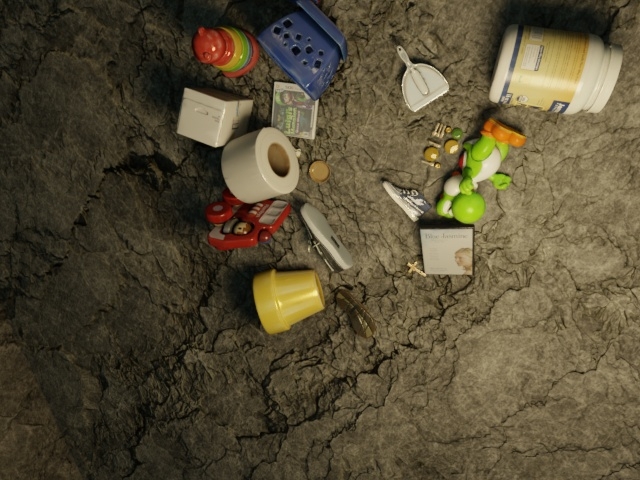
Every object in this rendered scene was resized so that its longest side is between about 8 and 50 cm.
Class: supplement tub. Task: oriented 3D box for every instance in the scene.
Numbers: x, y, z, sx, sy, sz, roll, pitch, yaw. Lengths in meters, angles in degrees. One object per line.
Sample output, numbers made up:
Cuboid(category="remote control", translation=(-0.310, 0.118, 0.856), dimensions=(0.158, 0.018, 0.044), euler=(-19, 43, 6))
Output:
Cuboid(category="supplement tub", translation=(0.683, -0.501, 1.415), dimensions=(0.316, 0.228, 0.228), euler=(14, 110, 13))

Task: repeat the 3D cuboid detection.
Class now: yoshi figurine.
Cuboid(category="yoshi figurine", translation=(0.532, -0.201, 1.580), dimensions=(0.204, 0.203, 0.362), euler=(30, 116, -1))

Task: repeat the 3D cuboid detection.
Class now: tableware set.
Cuboid(category="tableware set", translation=(0.426, -0.325, 1.664), dimensions=(0.104, 0.024, 0.154), euler=(22, 111, 6))

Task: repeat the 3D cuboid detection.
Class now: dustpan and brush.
Cuboid(category="dustpan and brush", translation=(0.317, -0.557, 1.602), dimensions=(0.147, 0.060, 0.211), euler=(-30, 96, 23))

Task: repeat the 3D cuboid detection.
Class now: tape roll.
Cuboid(category="tape roll", translation=(-0.214, -0.270, 1.735), dimensions=(0.169, 0.246, 0.246), euler=(-11, 103, 33))

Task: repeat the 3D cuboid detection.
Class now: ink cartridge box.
Cuboid(category="ink cartridge box", translation=(-0.384, -0.457, 1.756), dimensions=(0.171, 0.233, 0.168), euler=(21, 111, 11))

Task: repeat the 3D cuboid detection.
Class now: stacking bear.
Cuboid(category="stacking bear", translation=(-0.341, -0.663, 1.648), dimensions=(0.164, 0.289, 0.175), euler=(-1, 106, 18))

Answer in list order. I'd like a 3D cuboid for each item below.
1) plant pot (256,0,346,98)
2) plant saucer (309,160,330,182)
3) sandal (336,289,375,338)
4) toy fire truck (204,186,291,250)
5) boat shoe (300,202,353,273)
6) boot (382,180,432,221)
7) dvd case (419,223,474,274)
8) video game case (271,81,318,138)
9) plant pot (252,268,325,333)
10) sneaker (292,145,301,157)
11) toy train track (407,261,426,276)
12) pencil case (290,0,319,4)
Cuboid(category="plant pot", translation=(-0.041, -0.638, 1.595), dimensions=(0.236, 0.236, 0.212), euler=(44, 99, 1))
Cuboid(category="plant saucer", translation=(-0.001, -0.262, 1.817), dimensions=(0.083, 0.015, 0.083), euler=(5, 107, 16))
Cuboid(category="sandal", translation=(0.146, 0.292, 1.926), dimensions=(0.090, 0.060, 0.219), euler=(-45, 76, 18))
Cuboid(category="toy fire truck", translation=(-0.278, -0.073, 1.816), dimensions=(0.254, 0.302, 0.169), euler=(10, 130, 19))
Cuboid(category="boat shoe", translation=(0.001, -0.002, 1.849), dimensions=(0.105, 0.113, 0.306), euler=(-28, 112, 29))
Cuboid(category="boot", translation=(0.314, -0.163, 1.730), dimensions=(0.086, 0.069, 0.190), euler=(-41, 100, 17))
Cuboid(category="dvd case", translation=(0.454, 0.036, 1.700), dimensions=(0.180, 0.022, 0.253), euler=(0, 137, 18))
Cuboid(category="video game case", translation=(-0.096, -0.483, 1.774), dimensions=(0.173, 0.022, 0.190), euler=(11, 110, 14))
Cuboid(category="plant pot", translation=(-0.116, 0.223, 1.894), dimensions=(0.239, 0.254, 0.254), euler=(-15, 102, 5))
Cuboid(category="sneaker", translation=(-0.113, -0.344, 1.823), dimensions=(0.083, 0.032, 0.037), euler=(19, 91, 11))
Cuboid(category="toy train track", translation=(0.367, 0.111, 1.822), dimensions=(0.083, 0.014, 0.048), euler=(33, 106, -1))
Cuboid(category="pencil case", translation=(-0.042, -0.929, 1.560), dimensions=(0.119, 0.133, 0.306), euler=(17, 110, 22))
